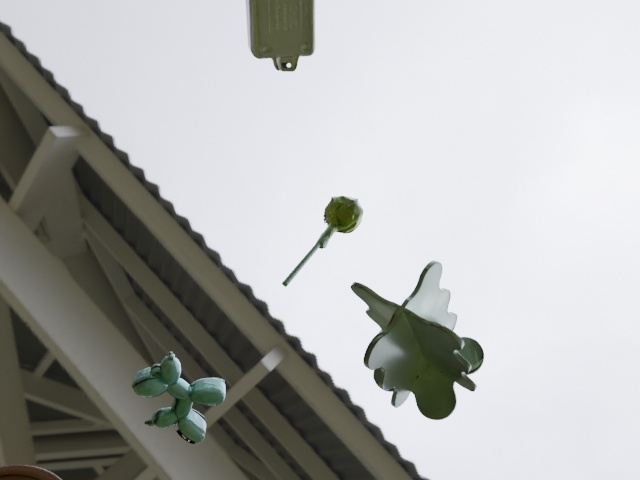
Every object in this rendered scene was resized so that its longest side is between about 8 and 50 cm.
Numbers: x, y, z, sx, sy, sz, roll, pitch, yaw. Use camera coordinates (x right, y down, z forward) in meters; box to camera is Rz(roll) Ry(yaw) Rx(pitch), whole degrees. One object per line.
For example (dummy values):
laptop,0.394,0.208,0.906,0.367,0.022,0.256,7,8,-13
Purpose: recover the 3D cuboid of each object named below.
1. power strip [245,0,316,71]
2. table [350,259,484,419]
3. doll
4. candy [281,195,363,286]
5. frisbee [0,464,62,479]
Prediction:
power strip,-0.056,-0.405,0.739,0.098,0.058,0.338,-8,-56,-14
table,0.128,0.131,0.734,0.167,0.166,0.198,1,-33,23
doll,-0.251,0.270,0.956,0.159,0.059,0.159,17,-71,-15
candy,0.000,0.000,0.771,0.062,0.194,0.058,-12,-61,45
frisbee,-0.371,0.371,0.586,0.251,0.250,0.021,7,-36,22
